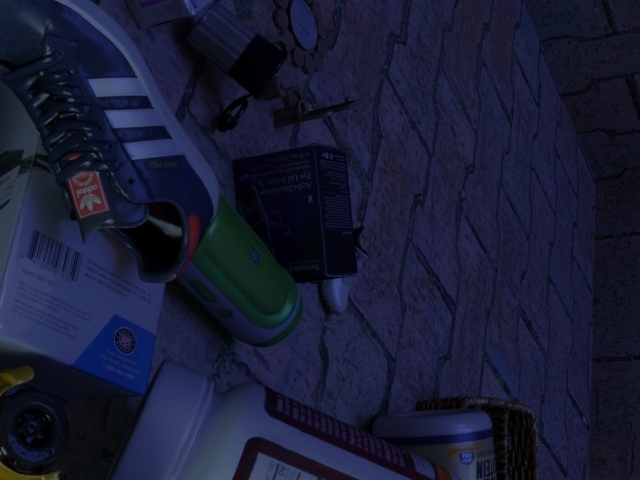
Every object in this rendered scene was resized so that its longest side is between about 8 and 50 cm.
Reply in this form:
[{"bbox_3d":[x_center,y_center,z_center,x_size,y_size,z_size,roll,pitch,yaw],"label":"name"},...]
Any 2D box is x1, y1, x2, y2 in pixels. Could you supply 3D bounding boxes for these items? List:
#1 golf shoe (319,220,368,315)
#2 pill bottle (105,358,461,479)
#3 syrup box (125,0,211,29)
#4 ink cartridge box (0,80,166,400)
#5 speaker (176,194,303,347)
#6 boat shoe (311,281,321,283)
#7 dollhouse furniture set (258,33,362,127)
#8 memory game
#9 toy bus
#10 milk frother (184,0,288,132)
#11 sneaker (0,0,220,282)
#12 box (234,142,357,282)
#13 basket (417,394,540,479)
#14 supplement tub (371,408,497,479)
[{"bbox_3d":[0.044,0.046,1.610,0.069,0.086,0.176,12,74,-62],"label":"golf shoe"},{"bbox_3d":[-0.046,0.305,1.055,0.392,0.224,0.224,26,49,-7],"label":"pill bottle"},{"bbox_3d":[-0.188,-0.399,1.295,0.096,0.093,0.237,67,32,-26],"label":"syrup box"},{"bbox_3d":[-0.281,-0.003,0.984,0.223,0.129,0.307,38,50,-49],"label":"ink cartridge box"},{"bbox_3d":[-0.139,0.029,1.240,0.296,0.131,0.131,52,41,-42],"label":"speaker"},{"bbox_3d":[0.000,0.000,1.571,0.049,0.056,0.152,51,41,-51],"label":"boat shoe"},{"bbox_3d":[-0.029,-0.281,1.522,0.144,0.123,0.151,-37,115,-58],"label":"dollhouse furniture set"},{"bbox_3d":[-0.035,-0.401,1.658,0.186,0.012,0.186,24,62,-56],"label":"memory game"},{"bbox_3d":[-0.330,0.243,0.792,0.211,0.149,0.220,-10,75,-55],"label":"toy bus"},{"bbox_3d":[-0.146,-0.257,1.344,0.135,0.129,0.143,37,75,-7],"label":"milk frother"},{"bbox_3d":[-0.218,-0.091,0.857,0.350,0.131,0.148,51,37,-38],"label":"sneaker"},{"bbox_3d":[-0.038,-0.036,1.410,0.108,0.153,0.207,3,80,-61],"label":"box"},{"bbox_3d":[0.324,0.477,1.861,0.213,0.223,0.299,35,54,-53],"label":"basket"},{"bbox_3d":[0.218,0.480,1.661,0.228,0.228,0.316,9,74,-60],"label":"supplement tub"}]
